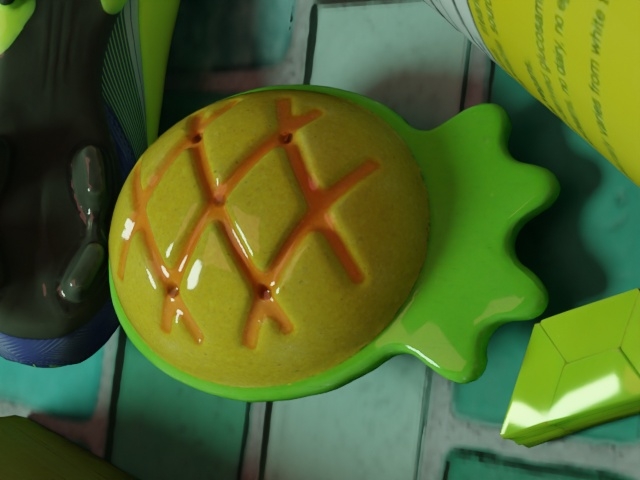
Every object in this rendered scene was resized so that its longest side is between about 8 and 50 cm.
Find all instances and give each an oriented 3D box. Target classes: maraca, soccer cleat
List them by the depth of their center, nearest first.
[{"bbox_3d":[0.000,0.000,0.680,0.185,0.099,0.127,1,77,25],"label":"maraca"},{"bbox_3d":[-0.109,-0.083,0.803,0.121,0.093,0.289,103,176,-72],"label":"soccer cleat"}]

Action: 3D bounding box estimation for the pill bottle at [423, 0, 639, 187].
[{"bbox_3d":[0.119,-0.118,0.522,0.334,0.188,0.188,48,115,38],"label":"pill bottle"}]

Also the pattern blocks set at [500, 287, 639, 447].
[{"bbox_3d":[0.109,0.156,0.580,0.324,0.026,0.285,-16,65,43],"label":"pattern blocks set"}]

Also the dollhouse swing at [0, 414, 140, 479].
[{"bbox_3d":[-0.199,0.266,0.678,0.315,0.305,0.347,20,98,44],"label":"dollhouse swing"}]
